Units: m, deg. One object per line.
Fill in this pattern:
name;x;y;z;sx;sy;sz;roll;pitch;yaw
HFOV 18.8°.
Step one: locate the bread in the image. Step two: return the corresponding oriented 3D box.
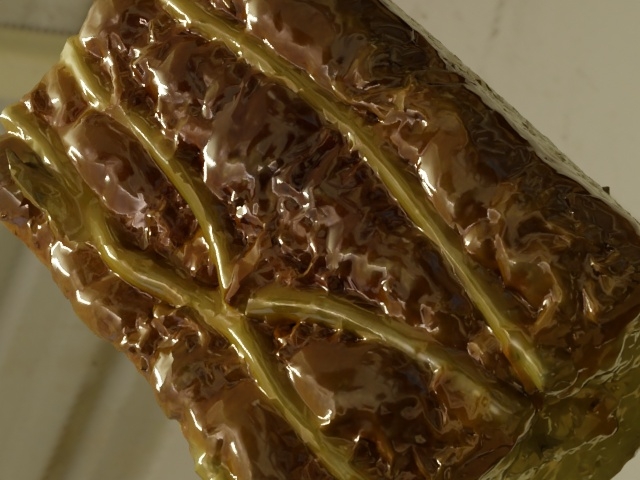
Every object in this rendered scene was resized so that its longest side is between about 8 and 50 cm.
bread;0.000;0.000;0.744;0.185;0.275;0.114;-45;-36;4
